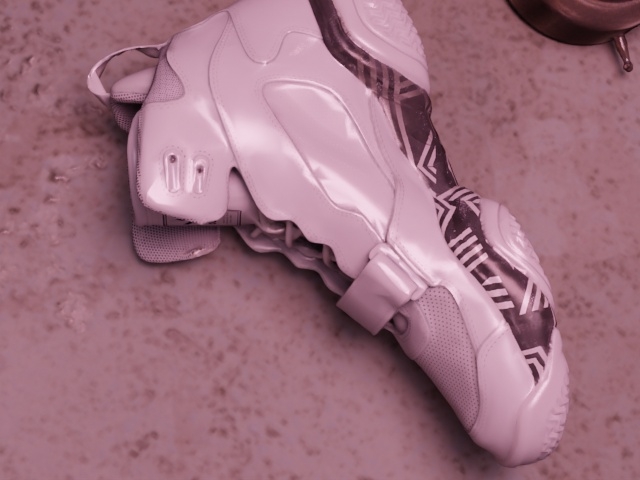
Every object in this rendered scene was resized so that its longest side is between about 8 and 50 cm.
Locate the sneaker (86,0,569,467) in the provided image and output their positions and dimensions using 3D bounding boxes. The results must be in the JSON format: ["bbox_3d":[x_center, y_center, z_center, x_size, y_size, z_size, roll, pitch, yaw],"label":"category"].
[{"bbox_3d":[0.000,0.000,0.956,0.210,0.137,0.365,-22,77,-14],"label":"sneaker"}]

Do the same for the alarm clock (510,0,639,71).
[{"bbox_3d":[0.178,-0.220,1.067,0.192,0.064,0.129,36,77,-4],"label":"alarm clock"}]
